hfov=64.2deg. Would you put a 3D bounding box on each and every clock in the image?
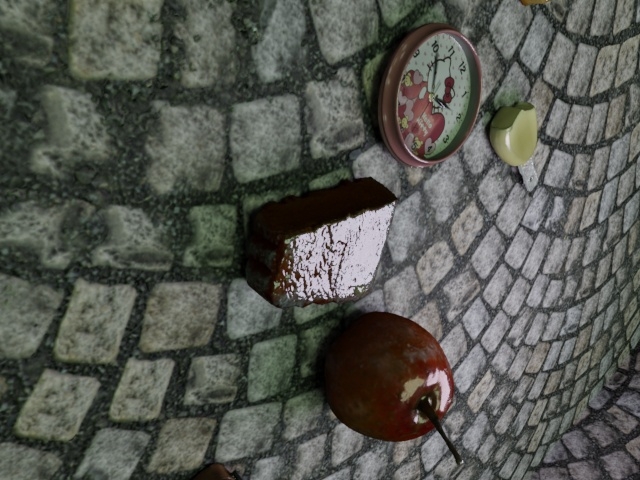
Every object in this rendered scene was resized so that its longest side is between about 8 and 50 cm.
[{"bbox_3d":[0.190,-0.245,0.883,0.244,0.056,0.244,-15,116,-34],"label":"clock"}]

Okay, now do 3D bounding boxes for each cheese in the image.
[{"bbox_3d":[0.446,-0.200,1.131,0.127,0.050,0.255,-54,135,-10],"label":"cheese"}]

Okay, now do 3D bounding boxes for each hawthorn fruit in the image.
[{"bbox_3d":[0.137,0.246,0.943,0.231,0.263,0.235,0,82,-63],"label":"hawthorn fruit"}]

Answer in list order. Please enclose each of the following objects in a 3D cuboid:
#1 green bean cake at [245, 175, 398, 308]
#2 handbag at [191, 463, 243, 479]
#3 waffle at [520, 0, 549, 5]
[{"bbox_3d":[0.000,0.000,0.797,0.232,0.097,0.198,-4,112,-40],"label":"green bean cake"},{"bbox_3d":[-0.173,0.481,0.878,0.151,0.072,0.193,-39,128,-22],"label":"handbag"},{"bbox_3d":[0.417,-0.641,0.885,0.304,0.077,0.348,25,93,-49],"label":"waffle"}]
